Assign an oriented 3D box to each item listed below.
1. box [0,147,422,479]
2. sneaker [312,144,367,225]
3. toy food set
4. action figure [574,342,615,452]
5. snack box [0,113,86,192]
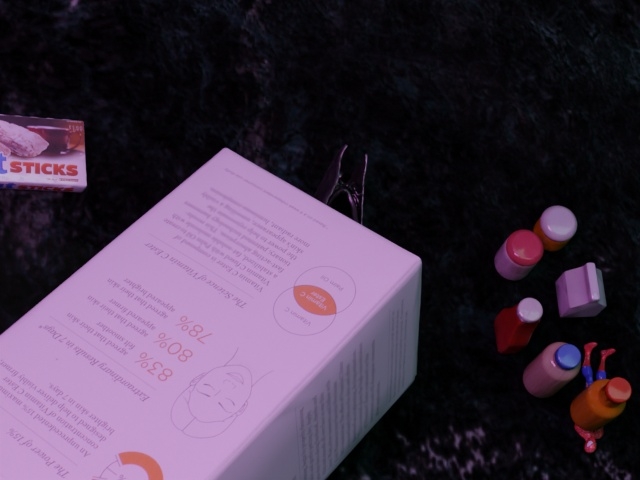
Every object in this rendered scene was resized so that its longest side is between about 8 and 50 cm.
[{"bbox_3d":[-0.105,0.122,1.015,0.215,0.168,0.345,31,56,26],"label":"box"},{"bbox_3d":[0.002,0.001,1.203,0.051,0.089,0.170,21,64,-18],"label":"sneaker"},{"bbox_3d":[0.238,0.066,1.270,0.111,0.104,0.232,-1,70,-7],"label":"toy food set"},{"bbox_3d":[0.284,0.164,1.320,0.038,0.030,0.115,21,67,-22],"label":"action figure"},{"bbox_3d":[-0.296,-0.079,1.125,0.178,0.022,0.064,2,73,-26],"label":"snack box"}]
